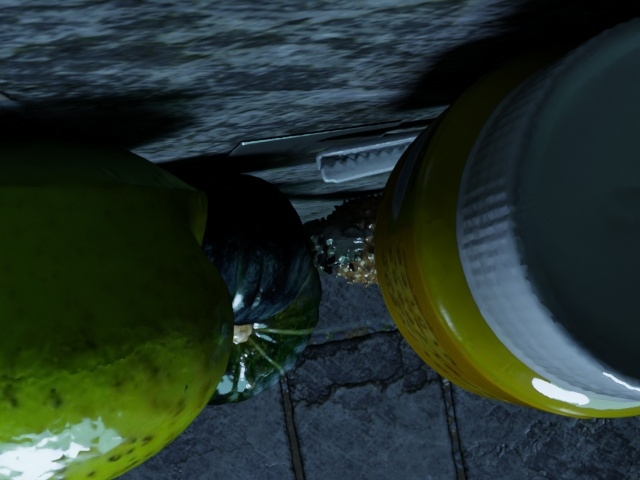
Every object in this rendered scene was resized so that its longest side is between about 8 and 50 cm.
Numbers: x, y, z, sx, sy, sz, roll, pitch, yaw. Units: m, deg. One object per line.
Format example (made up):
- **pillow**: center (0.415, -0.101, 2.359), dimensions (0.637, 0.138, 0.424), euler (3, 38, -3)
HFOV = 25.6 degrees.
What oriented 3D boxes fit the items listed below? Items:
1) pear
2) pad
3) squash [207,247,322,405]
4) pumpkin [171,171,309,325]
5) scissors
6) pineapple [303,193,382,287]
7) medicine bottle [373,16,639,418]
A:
- **pear**: center (-0.197, 0.058, 0.854), dimensions (0.318, 0.238, 0.342), euler (-2, 180, 22)
- **pad**: center (-0.018, -0.071, 1.132), dimensions (0.127, 0.004, 0.190), euler (-9, 176, -14)
- **squash**: center (-0.107, 0.059, 1.398), dimensions (0.218, 0.218, 0.172), euler (-8, -151, -31)
- **pumpkin**: center (-0.106, 0.015, 1.148), dimensions (0.202, 0.140, 0.202), euler (-4, 180, 0)
- **scissors**: center (0.115, -0.081, 1.102), dimensions (0.242, 0.030, 0.118), euler (-12, 177, -13)
- **pineapple**: center (0.000, 0.000, 1.603), dimensions (0.130, 0.119, 0.277), euler (39, -157, 27)
- **medicine bottle**: center (0.160, -0.006, 0.832), dimensions (0.224, 0.224, 0.384), euler (-9, 178, -5)
